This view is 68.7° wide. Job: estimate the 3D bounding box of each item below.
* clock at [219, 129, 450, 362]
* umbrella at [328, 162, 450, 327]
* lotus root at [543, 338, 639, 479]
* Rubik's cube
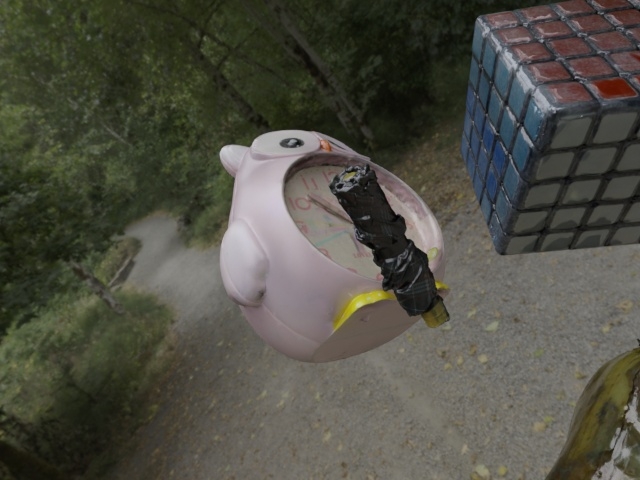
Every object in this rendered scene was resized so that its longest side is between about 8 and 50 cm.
[{"bbox_3d":[0.000,0.000,0.770,0.377,0.368,0.251,63,141,30],"label":"clock"},{"bbox_3d":[0.054,0.009,0.351,0.040,0.144,0.037,-22,23,30],"label":"umbrella"},{"bbox_3d":[0.256,0.216,0.367,0.275,0.152,0.160,-49,-24,-18],"label":"lotus root"},{"bbox_3d":[0.329,-0.143,0.598,0.238,0.237,0.237,-7,48,3],"label":"Rubik's cube"}]
